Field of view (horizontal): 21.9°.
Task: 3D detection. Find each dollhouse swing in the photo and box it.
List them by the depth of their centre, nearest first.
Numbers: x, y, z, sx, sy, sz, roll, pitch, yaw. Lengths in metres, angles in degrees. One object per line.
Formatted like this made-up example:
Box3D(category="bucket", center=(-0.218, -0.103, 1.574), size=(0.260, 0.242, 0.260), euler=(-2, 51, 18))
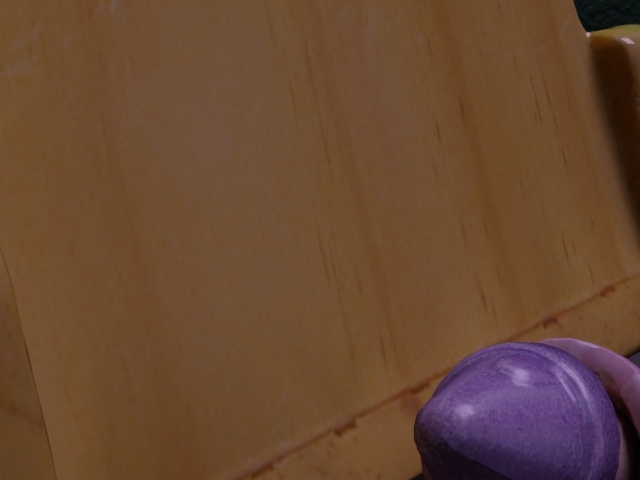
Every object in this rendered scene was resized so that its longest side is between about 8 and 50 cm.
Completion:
Box3D(category="dollhouse swing", center=(-0.079, -0.033, 0.569), size=(0.347, 0.315, 0.305), euler=(-21, 81, -47))

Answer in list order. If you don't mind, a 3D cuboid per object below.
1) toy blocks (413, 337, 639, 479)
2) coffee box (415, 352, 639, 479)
Box3D(category="toy blocks", center=(0.085, 0.206, 0.393), size=(0.309, 0.288, 0.260), euler=(37, 10, 32))
Box3D(category="coffee box", center=(0.000, 0.000, 0.927), size=(0.338, 0.334, 0.338), euler=(26, 12, -3))
